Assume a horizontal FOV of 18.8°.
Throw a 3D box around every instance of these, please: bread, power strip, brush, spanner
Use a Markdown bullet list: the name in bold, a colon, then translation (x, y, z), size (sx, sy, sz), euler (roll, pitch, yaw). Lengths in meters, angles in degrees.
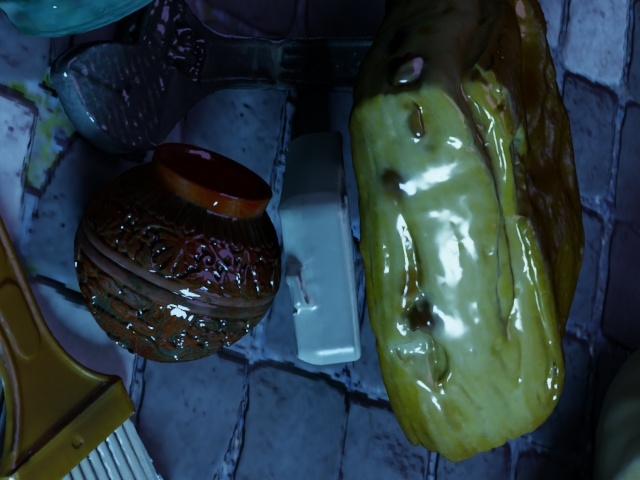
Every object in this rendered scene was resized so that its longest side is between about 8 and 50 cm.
- **bread**: translation (0.084, -0.023, 1.030), size (0.210, 0.099, 0.235), euler (-70, 153, -61)
- **power strip**: translation (0.000, 0.000, 0.960), size (0.192, 0.035, 0.081), euler (-89, 172, -77)
- **brush**: translation (-0.147, 0.023, 0.876), size (0.090, 0.017, 0.314), euler (-43, 119, -46)
- **spanner**: translation (-0.021, -0.090, 1.025), size (0.325, 0.026, 0.093), euler (-5, 93, -51)

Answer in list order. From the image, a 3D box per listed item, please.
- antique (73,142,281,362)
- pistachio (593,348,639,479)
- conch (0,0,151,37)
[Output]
- **antique**: translation (-0.067, 0.009, 0.908), size (0.104, 0.104, 0.104), euler (4, 85, -50)
- **pistachio**: translation (0.295, 0.165, 1.262), size (0.309, 0.230, 0.230), euler (27, 68, -50)
- **conch**: translation (-0.112, -0.199, 0.835), size (0.202, 0.134, 0.196), euler (19, 72, -49)
